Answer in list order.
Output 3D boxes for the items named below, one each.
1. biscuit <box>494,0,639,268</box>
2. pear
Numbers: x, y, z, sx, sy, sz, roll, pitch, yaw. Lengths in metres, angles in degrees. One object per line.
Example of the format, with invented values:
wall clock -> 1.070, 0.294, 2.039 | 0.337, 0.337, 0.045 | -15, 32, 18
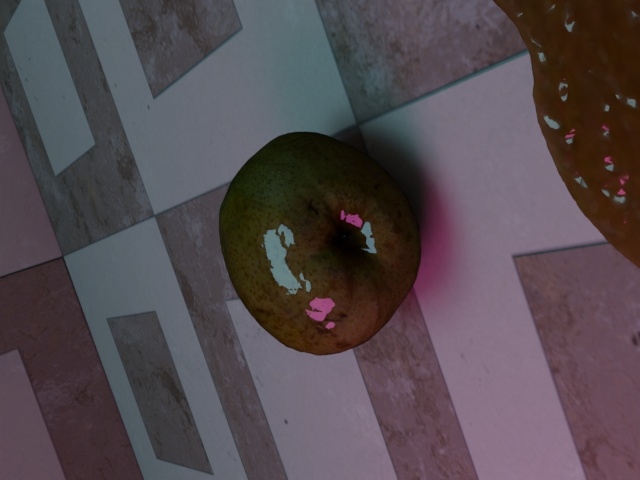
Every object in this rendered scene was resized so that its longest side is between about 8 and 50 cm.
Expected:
biscuit -> 0.267, -0.130, 0.478 | 0.385, 0.062, 0.365 | -22, 99, 56
pear -> 0.000, 0.000, 0.891 | 0.211, 0.188, 0.228 | -7, 100, 62
